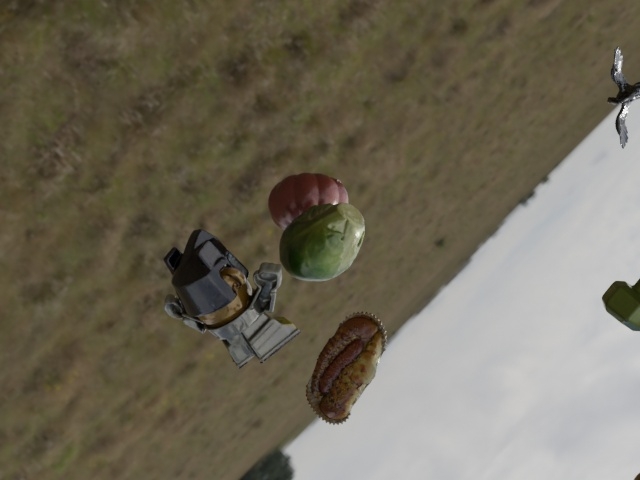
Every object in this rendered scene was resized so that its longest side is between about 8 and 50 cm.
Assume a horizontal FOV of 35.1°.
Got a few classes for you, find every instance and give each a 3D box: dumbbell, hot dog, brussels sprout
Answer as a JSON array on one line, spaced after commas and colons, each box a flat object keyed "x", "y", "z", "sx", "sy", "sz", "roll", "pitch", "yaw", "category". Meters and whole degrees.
[{"x": 0.736, "y": 0.056, "z": 2.167, "sx": 0.302, "sy": 0.108, "sz": 0.121, "roll": -52, "pitch": -179, "yaw": 15, "category": "dumbbell"}, {"x": 0.043, "y": 0.201, "z": 1.615, "sx": 0.192, "sy": 0.099, "sz": 0.053, "roll": -61, "pitch": 160, "yaw": 12, "category": "hot dog"}, {"x": 0.003, "y": 0.005, "z": 2.034, "sx": 0.181, "sy": 0.144, "sz": 0.161, "roll": -36, "pitch": -178, "yaw": 35, "category": "brussels sprout"}]

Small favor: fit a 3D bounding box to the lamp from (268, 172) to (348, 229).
[{"x": -0.026, "y": -0.073, "z": 2.237, "sx": 0.182, "sy": 0.140, "sz": 0.182, "roll": -2, "pitch": 159, "yaw": -1, "category": "lamp"}]

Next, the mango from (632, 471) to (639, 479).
[{"x": 0.608, "y": 0.463, "z": 1.755, "sx": 0.120, "sy": 0.151, "sz": 0.221, "roll": -21, "pitch": -168, "yaw": -9, "category": "mango"}]

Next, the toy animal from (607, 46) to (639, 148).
[{"x": 0.647, "y": -0.305, "z": 2.127, "sx": 0.108, "sy": 0.220, "sz": 0.062, "roll": -19, "pitch": -158, "yaw": -12, "category": "toy animal"}]

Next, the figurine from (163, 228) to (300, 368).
[{"x": -0.189, "y": 0.117, "z": 2.021, "sx": 0.308, "sy": 0.308, "sz": 0.143, "roll": -48, "pitch": -160, "yaw": 26, "category": "figurine"}]
